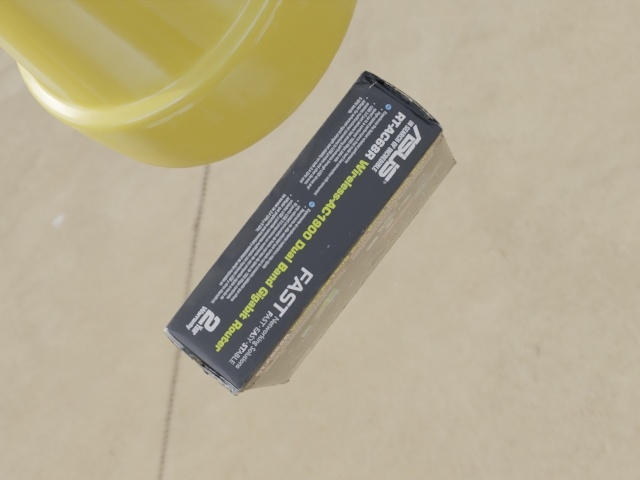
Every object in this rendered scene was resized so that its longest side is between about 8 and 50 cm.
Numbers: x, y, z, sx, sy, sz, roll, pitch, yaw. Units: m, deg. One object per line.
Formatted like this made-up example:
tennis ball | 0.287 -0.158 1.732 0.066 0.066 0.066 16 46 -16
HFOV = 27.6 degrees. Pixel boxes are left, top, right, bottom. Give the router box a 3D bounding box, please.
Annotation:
router box | 0.000 0.000 0.502 0.122 0.038 0.092 -53 -9 2

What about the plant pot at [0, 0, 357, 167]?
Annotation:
plant pot | -0.139 -0.200 0.831 0.254 0.239 0.254 -12 68 32
